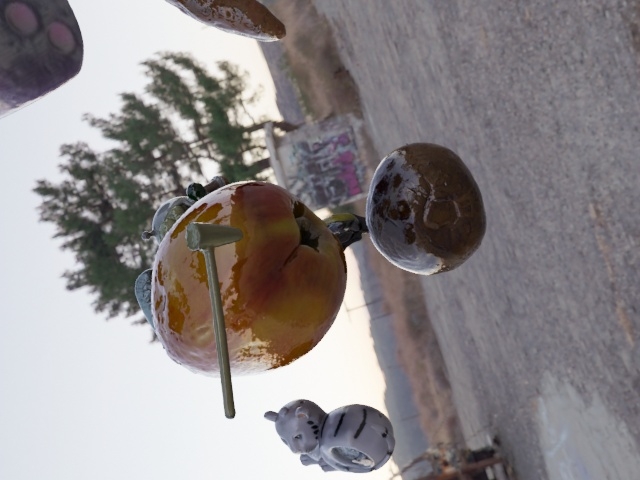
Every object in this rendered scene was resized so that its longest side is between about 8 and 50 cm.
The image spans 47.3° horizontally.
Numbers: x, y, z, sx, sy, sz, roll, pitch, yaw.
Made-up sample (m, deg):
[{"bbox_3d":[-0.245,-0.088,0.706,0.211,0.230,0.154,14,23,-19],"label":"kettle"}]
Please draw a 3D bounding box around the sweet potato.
[{"bbox_3d":[-0.177,-0.423,1.307,0.251,0.097,0.097,27,-178,3],"label":"sweet potato"}]

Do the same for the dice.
[{"bbox_3d":[-0.640,-0.374,1.381,0.271,0.270,0.270,-51,-57,-47],"label":"dice"}]

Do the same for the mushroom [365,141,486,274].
[{"bbox_3d":[0.180,-0.048,1.234,0.231,0.194,0.138,58,166,-9],"label":"mushroom"}]

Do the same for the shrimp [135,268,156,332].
[{"bbox_3d":[-0.283,0.157,1.395,0.090,0.079,0.233,-113,1,-70],"label":"shrimp"}]

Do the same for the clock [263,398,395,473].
[{"bbox_3d":[0.014,0.262,1.007,0.117,0.176,0.080,47,-133,-34],"label":"clock"}]

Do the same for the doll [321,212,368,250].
[{"bbox_3d":[-0.001,-0.003,1.624,0.127,0.248,0.088,-135,25,-74],"label":"doll"}]

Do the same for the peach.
[{"bbox_3d":[-0.101,0.061,0.937,0.238,0.281,0.281,47,-174,-5],"label":"peach"}]

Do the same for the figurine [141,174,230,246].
[{"bbox_3d":[-0.203,-0.038,1.202,0.197,0.093,0.147,-41,-31,-45],"label":"figurine"}]

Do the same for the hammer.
[{"bbox_3d":[-0.093,0.077,0.721,0.060,0.028,0.195,3,-109,-39],"label":"hammer"}]
